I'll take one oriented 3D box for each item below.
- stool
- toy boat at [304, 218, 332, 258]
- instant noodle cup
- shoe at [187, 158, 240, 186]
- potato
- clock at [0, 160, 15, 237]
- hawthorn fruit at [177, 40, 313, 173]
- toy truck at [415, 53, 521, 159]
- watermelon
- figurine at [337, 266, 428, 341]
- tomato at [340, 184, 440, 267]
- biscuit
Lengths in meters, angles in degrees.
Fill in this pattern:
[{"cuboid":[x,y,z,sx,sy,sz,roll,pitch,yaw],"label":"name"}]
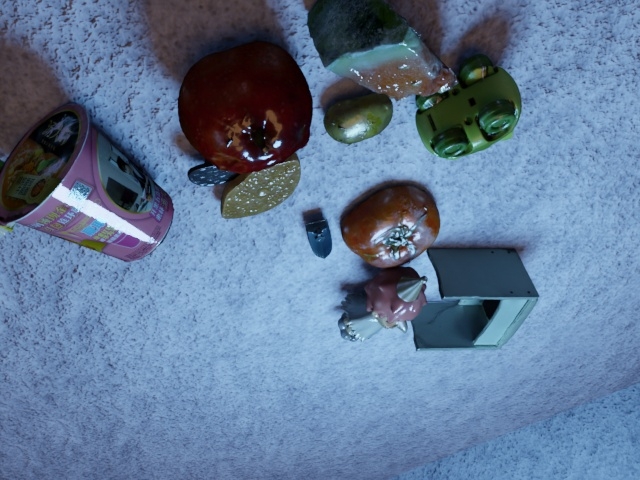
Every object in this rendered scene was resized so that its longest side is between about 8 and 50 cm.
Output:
[{"cuboid":[0.395,0.162,1.415,0.269,0.170,0.244,1,136,-12],"label":"stool"},{"cuboid":[0.000,0.000,1.247,0.055,0.060,0.141,-13,145,1],"label":"toy boat"},{"cuboid":[-0.415,-0.082,0.971,0.243,0.244,0.255,-27,142,17],"label":"instant noodle cup"},{"cuboid":[-0.182,-0.156,1.052,0.179,0.049,0.071,-16,157,-20],"label":"shoe"},{"cuboid":[0.074,-0.231,0.999,0.137,0.070,0.092,-14,139,4],"label":"potato"},{"cuboid":[-0.711,-0.061,1.002,0.255,0.106,0.219,-35,132,25],"label":"clock"},{"cuboid":[-0.118,-0.206,0.856,0.230,0.266,0.211,-7,119,-8],"label":"hawthorn fruit"},{"cuboid":[0.279,-0.227,1.005,0.186,0.148,0.210,-21,162,8],"label":"toy truck"},{"cuboid":[0.125,-0.308,0.870,0.256,0.193,0.140,13,135,-43],"label":"watermelon"},{"cuboid":[0.179,0.162,1.342,0.207,0.166,0.387,-21,168,-36],"label":"figurine"},{"cuboid":[0.169,-0.017,1.233,0.236,0.095,0.237,-5,137,-5],"label":"tomato"},{"cuboid":[-0.123,-0.111,1.100,0.220,0.029,0.141,-37,148,28],"label":"biscuit"}]
